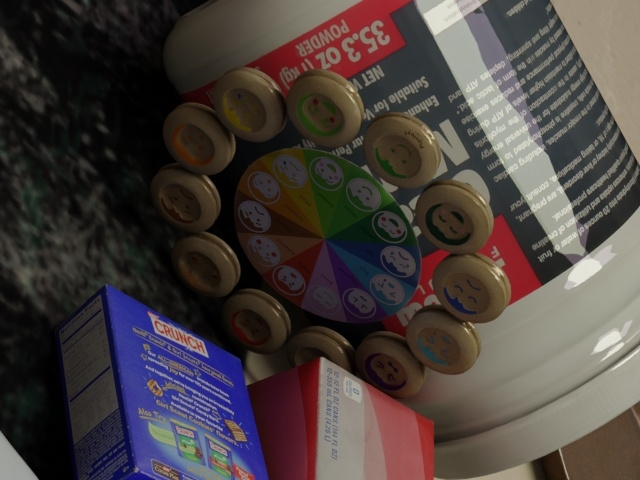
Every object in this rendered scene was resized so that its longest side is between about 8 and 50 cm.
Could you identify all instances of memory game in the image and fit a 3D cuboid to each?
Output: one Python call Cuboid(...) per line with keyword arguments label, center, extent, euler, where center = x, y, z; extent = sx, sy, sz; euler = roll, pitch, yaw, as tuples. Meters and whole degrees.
Cuboid(label="memory game", center=(0.000, 0.000, 0.829), extent=(0.186, 0.186, 0.012), euler=(55, 43, -16))

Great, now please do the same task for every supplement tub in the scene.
Cuboid(label="supplement tub", center=(0.059, -0.034, 0.922), extent=(0.272, 0.191, 0.191), euler=(60, 35, -9))

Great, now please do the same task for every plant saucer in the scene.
Cuboid(label="plant saucer", center=(0.187, 0.139, 1.137), extent=(0.168, 0.029, 0.168), euler=(31, 48, -40))

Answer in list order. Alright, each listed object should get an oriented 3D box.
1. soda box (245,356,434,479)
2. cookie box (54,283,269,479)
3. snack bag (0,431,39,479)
Cuboid(label="soda box", center=(-0.006, 0.193, 0.800), extent=(0.092, 0.083, 0.263), euler=(33, 47, -39))
Cuboid(label="cookie box", center=(-0.069, 0.085, 0.790), extent=(0.092, 0.040, 0.107), euler=(33, 29, -38))
Cuboid(label="snack bag", center=(-0.163, 0.153, 0.574), extent=(0.323, 0.037, 0.342), euler=(-86, 154, -46))
